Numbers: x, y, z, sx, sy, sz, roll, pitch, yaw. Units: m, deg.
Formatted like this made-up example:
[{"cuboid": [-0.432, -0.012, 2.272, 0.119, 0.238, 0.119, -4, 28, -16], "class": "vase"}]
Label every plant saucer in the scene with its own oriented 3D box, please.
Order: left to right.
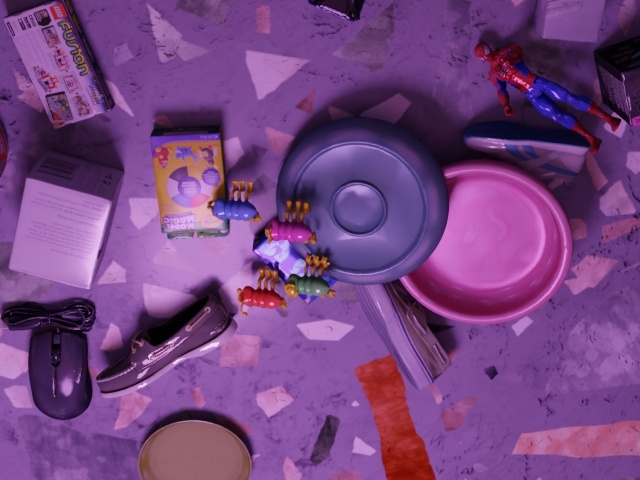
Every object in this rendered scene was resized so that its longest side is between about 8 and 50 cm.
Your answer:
[{"cuboid": [-0.267, 0.474, 1.942, 0.241, 0.037, 0.241, -1, 115, -2], "class": "plant saucer"}, {"cuboid": [0.070, -0.061, 1.630, 0.318, 0.043, 0.317, 3, 109, 9], "class": "plant saucer"}, {"cuboid": [0.297, -0.003, 1.690, 0.332, 0.084, 0.332, 5, 117, 11], "class": "plant saucer"}]

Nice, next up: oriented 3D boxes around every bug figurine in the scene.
[{"cuboid": [-0.090, 0.027, 1.648, 0.216, 0.072, 0.279, 1, 121, 29], "class": "bug figurine"}]

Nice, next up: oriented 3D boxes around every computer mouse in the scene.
[{"cuboid": [-0.533, 0.257, 1.816, 0.189, 0.072, 0.272, -3, 114, -2], "class": "computer mouse"}]

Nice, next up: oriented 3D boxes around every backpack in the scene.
[{"cuboid": [0.036, -0.438, 1.503, 0.098, 0.101, 0.120, 18, 109, -12], "class": "backpack"}]

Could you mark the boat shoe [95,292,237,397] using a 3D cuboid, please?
[{"cuboid": [-0.315, 0.206, 1.784, 0.305, 0.109, 0.091, -28, 112, 4], "class": "boat shoe"}]

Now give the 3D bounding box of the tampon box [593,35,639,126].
[{"cuboid": [0.557, -0.279, 1.559, 0.120, 0.161, 0.101, -17, 114, 6], "class": "tampon box"}]

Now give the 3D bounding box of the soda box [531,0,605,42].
[{"cuboid": [0.429, -0.479, 1.502, 0.098, 0.091, 0.286, 5, 114, -4], "class": "soda box"}]

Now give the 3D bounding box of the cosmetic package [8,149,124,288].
[{"cuboid": [-0.457, -0.039, 1.641, 0.151, 0.151, 0.183, 15, 114, -9], "class": "cosmetic package"}]

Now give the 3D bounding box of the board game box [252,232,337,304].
[{"cuboid": [0.000, 0.000, 1.729, 0.210, 0.047, 0.160, -41, 108, 15], "class": "board game box"}]

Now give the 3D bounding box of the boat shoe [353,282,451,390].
[{"cuboid": [0.160, 0.159, 1.792, 0.094, 0.109, 0.302, -35, 117, -13], "class": "boat shoe"}]

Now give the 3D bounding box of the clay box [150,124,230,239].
[{"cuboid": [-0.237, -0.097, 1.675, 0.128, 0.053, 0.222, -3, 114, -1], "class": "clay box"}]

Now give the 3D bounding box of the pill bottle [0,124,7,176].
[{"cuboid": [-0.663, -0.105, 1.488, 0.210, 0.363, 0.210, -1, 115, -2], "class": "pill bottle"}]

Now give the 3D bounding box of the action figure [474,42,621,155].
[{"cuboid": [0.374, -0.245, 1.560, 0.280, 0.139, 0.091, 36, 126, 3], "class": "action figure"}]

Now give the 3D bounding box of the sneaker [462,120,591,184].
[{"cuboid": [0.368, -0.157, 1.652, 0.229, 0.087, 0.092, 9, 122, -2], "class": "sneaker"}]

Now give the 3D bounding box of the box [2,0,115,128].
[{"cuboid": [-0.453, -0.308, 1.582, 0.114, 0.036, 0.207, -17, 114, 6], "class": "box"}]
